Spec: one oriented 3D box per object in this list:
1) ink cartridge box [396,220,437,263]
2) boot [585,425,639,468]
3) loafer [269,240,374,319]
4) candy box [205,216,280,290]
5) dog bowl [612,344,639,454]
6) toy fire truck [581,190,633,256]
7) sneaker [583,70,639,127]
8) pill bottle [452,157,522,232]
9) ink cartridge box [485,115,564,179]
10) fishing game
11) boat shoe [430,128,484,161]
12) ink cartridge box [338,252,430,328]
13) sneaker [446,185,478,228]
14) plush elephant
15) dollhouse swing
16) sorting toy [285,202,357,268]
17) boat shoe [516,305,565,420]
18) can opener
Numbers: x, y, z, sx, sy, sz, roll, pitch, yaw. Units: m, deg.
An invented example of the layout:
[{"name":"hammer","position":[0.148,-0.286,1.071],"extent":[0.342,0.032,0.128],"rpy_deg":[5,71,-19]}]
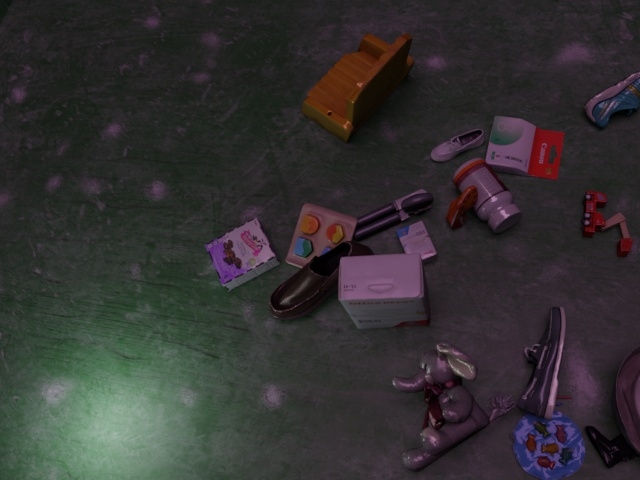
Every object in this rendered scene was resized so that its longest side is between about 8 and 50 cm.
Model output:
[{"name":"ink cartridge box","position":[0.299,0.014,1.898],"extent":[0.088,0.052,0.122],"rpy_deg":[-21,63,3]},{"name":"boot","position":[0.761,0.520,1.587],"extent":[0.099,0.045,0.121],"rpy_deg":[-27,68,1]},{"name":"loafer","position":[-0.018,0.104,1.854],"extent":[0.366,0.130,0.134],"rpy_deg":[-35,47,10]},{"name":"candy box","position":[-0.253,0.043,1.998],"extent":[0.196,0.070,0.165],"rpy_deg":[-28,64,0]},{"name":"dog bowl","position":[0.910,0.423,1.543],"extent":[0.348,0.102,0.349],"rpy_deg":[-2,62,4]},{"name":"toy fire truck","position":[0.846,-0.053,1.808],"extent":[0.135,0.047,0.192],"rpy_deg":[7,68,15]},{"name":"sneaker","position":[0.973,-0.455,1.938],"extent":[0.275,0.107,0.110],"rpy_deg":[-31,84,4]},{"name":"pill bottle","position":[0.511,-0.138,1.877],"extent":[0.121,0.121,0.221],"rpy_deg":[-30,65,-1]},{"name":"ink cartridge box","position":[0.652,-0.297,1.952],"extent":[0.224,0.056,0.181],"rpy_deg":[10,70,18]},{"name":"fishing game","position":[0.602,0.537,1.618],"extent":[0.189,0.041,0.264],"rpy_deg":[1,67,10]},{"name":"boat shoe","position":[0.448,-0.313,1.997],"extent":[0.184,0.063,0.066],"rpy_deg":[-16,65,5]},{"name":"ink cartridge box","position":[0.188,0.149,1.725],"extent":[0.226,0.306,0.131],"rpy_deg":[-4,66,11]},{"name":"sneaker","position":[0.422,-0.109,1.861],"extent":[0.064,0.175,0.067],"rpy_deg":[-8,55,-24]},{"name":"plush elephant","position":[0.317,0.405,1.617],"extent":[0.330,0.272,0.255],"rpy_deg":[-27,65,-14]},{"name":"dollhouse swing","position":[0.110,-0.566,2.048],"extent":[0.315,0.305,0.347],"rpy_deg":[38,81,23]},{"name":"sorting toy","position":[0.000,0.000,1.952],"extent":[0.193,0.038,0.208],"rpy_deg":[19,90,19]},{"name":"boat shoe","position":[0.604,0.320,1.665],"extent":[0.099,0.116,0.319],"rpy_deg":[8,66,22]},{"name":"can opener","position":[0.221,-0.090,1.944],"extent":[0.280,0.093,0.074],"rpy_deg":[-25,63,7]}]
